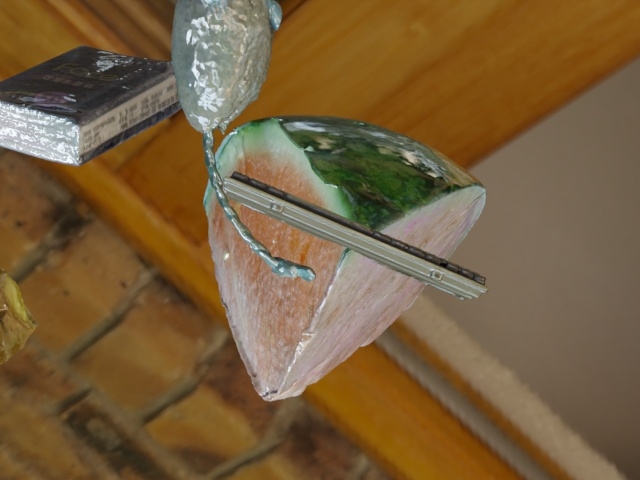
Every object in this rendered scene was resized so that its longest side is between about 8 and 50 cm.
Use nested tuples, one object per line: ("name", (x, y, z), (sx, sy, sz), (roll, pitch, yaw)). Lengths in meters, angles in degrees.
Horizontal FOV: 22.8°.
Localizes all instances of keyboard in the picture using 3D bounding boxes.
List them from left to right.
("keyboard", (0.016, -0.003, 0.731), (0.129, 0.049, 0.015), (23, -94, 0))

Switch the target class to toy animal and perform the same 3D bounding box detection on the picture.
("toy animal", (-0.063, -0.092, 1.125), (0.070, 0.079, 0.253), (-12, -79, -29))

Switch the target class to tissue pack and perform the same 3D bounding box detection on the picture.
("tissue pack", (-0.200, -0.116, 1.324), (0.156, 0.112, 0.051), (-37, -44, -53))

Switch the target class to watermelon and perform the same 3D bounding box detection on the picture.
("watermelon", (-0.009, -0.024, 1.400), (0.222, 0.292, 0.319), (40, -139, 14))

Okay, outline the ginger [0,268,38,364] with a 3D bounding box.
("ginger", (-0.273, 0.083, 1.083), (0.081, 0.115, 0.205), (30, -122, 15))
